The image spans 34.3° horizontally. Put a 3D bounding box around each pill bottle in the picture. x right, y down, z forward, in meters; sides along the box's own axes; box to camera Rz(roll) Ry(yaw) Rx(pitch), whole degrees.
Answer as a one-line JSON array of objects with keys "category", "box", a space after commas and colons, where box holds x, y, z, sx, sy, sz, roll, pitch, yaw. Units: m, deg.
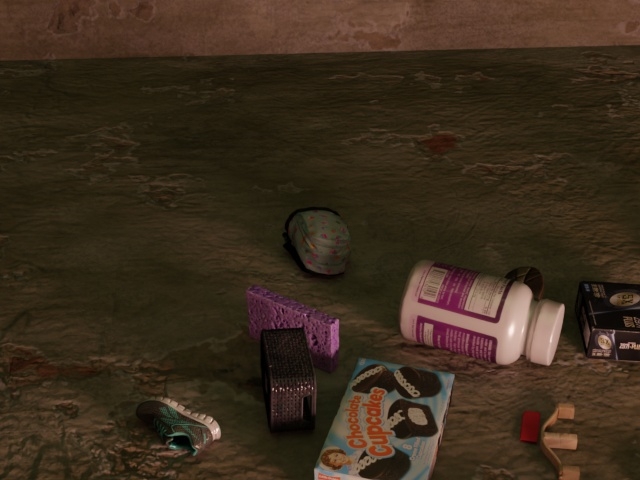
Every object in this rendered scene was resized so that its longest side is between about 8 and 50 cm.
[{"category": "pill bottle", "box": [0.319, 0.149, 2.050, 0.301, 0.169, 0.169, 14, 33, 20]}]

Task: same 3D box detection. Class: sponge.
[{"category": "sponge", "box": [-0.057, 0.172, 2.045, 0.210, 0.117, 0.031, 20, 38, 29]}]

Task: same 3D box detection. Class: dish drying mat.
[{"category": "dish drying mat", "box": [0.382, 0.340, 1.888, 0.032, 0.008, 0.083, 8, 32, 12]}]

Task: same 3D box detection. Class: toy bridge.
[{"category": "toy bridge", "box": [0.424, 0.357, 1.843, 0.063, 0.026, 0.188, 4, 31, 9]}]

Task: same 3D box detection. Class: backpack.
[{"category": "backpack", "box": [0.000, 0.000, 2.341, 0.151, 0.115, 0.182, -3, 34, -13]}]

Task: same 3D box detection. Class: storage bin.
[{"category": "storage bin", "box": [-0.061, 0.254, 1.902, 0.084, 0.122, 0.180, -2, 31, -7]}]

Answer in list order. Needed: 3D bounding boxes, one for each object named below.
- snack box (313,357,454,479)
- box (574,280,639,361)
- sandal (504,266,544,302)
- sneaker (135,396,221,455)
[{"category": "snack box", "box": [0.119, 0.336, 1.832, 0.187, 0.060, 0.322, 9, 32, 12]}, {"category": "box", "box": [0.611, 0.164, 2.125, 0.147, 0.078, 0.180, 4, 31, 3]}, {"category": "sandal", "box": [0.436, 0.143, 2.182, 0.089, 0.060, 0.219, -6, 45, -1]}, {"category": "sneaker", "box": [-0.263, 0.330, 1.829, 0.166, 0.065, 0.076, 13, 37, 22]}]
